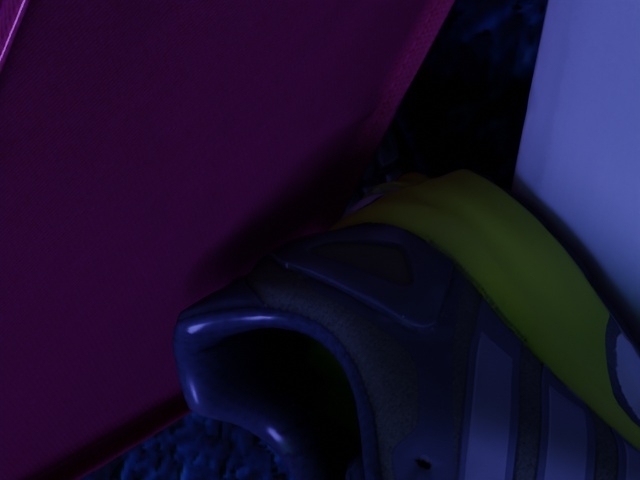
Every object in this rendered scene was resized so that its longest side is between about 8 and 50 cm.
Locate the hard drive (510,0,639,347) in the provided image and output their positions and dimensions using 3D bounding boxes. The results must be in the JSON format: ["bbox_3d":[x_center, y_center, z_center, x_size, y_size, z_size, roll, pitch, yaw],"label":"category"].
[{"bbox_3d":[0.166,-0.043,0.492,0.233,0.047,0.353,30,127,32],"label":"hard drive"}]

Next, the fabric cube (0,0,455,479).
[{"bbox_3d":[-0.131,-0.086,0.539,0.258,0.254,0.259,37,118,16],"label":"fabric cube"}]

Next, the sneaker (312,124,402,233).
[{"bbox_3d":[0.000,0.000,0.676,0.065,0.061,0.158,-34,76,48],"label":"sneaker"}]

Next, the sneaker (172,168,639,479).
[{"bbox_3d":[0.068,0.099,0.515,0.300,0.121,0.111,43,138,34],"label":"sneaker"}]
